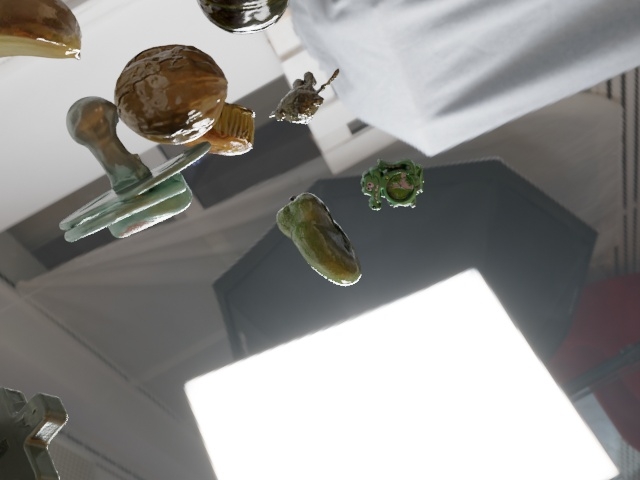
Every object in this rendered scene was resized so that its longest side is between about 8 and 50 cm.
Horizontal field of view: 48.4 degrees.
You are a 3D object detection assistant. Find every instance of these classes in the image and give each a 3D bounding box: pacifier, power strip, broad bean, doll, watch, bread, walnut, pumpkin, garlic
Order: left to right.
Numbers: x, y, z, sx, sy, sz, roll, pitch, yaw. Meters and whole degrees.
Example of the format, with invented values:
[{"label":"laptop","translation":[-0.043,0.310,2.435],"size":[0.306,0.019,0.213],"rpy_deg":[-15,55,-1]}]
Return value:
[{"label":"garlic","translation":[-0.671,-0.416,1.471],"size":[0.196,0.338,0.151],"rpy_deg":[87,162,-46]},{"label":"power strip","translation":[-0.550,0.371,1.312],"size":[0.265,0.193,0.059],"rpy_deg":[44,-176,40]},{"label":"pacifier","translation":[-0.383,-0.139,1.329],"size":[0.269,0.343,0.288],"rpy_deg":[57,-150,-15]},{"label":"walnut","translation":[-0.301,-0.293,1.434],"size":[0.198,0.245,0.198],"rpy_deg":[-16,-90,-83]},{"label":"bread","translation":[-0.243,-0.254,1.594],"size":[0.132,0.190,0.114],"rpy_deg":[52,-137,-81]},{"label":"pumpkin","translation":[-0.156,-0.540,1.338],"size":[0.320,0.192,0.320],"rpy_deg":[167,90,-89]},{"label":"doll","translation":[-0.055,-0.368,1.837],"size":[0.286,0.202,0.091],"rpy_deg":[35,150,63]},{"label":"broad bean","translation":[0.000,0.000,1.506],"size":[0.169,0.100,0.228],"rpy_deg":[5,-126,-62]},{"label":"watch","translation":[0.184,-0.161,1.839],"size":[0.152,0.165,0.131],"rpy_deg":[-85,-9,-70]}]
